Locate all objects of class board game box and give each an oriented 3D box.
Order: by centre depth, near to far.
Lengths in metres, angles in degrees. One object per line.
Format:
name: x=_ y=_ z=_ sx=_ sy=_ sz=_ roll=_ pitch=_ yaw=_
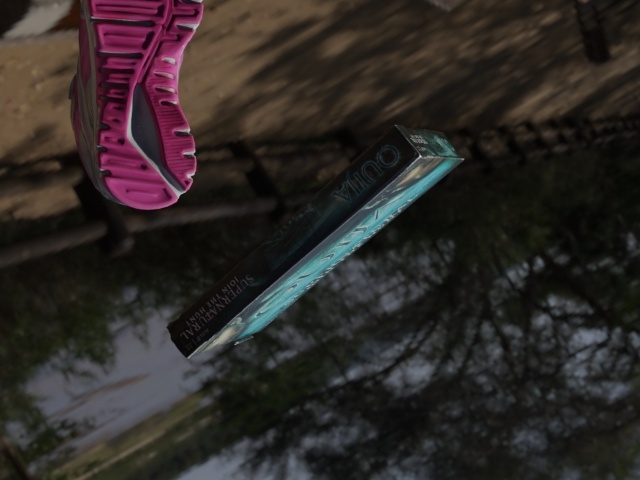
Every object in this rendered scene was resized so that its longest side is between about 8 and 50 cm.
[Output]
board game box: x=0.000 y=0.000 z=0.703 sx=0.186 sy=0.026 sz=0.126 roll=-41 pitch=171 yaw=16

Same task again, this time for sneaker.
sneaker: x=-0.165 y=-0.142 z=0.952 sx=0.103 sy=0.252 sz=0.111 roll=8 pitch=167 yaw=-26
